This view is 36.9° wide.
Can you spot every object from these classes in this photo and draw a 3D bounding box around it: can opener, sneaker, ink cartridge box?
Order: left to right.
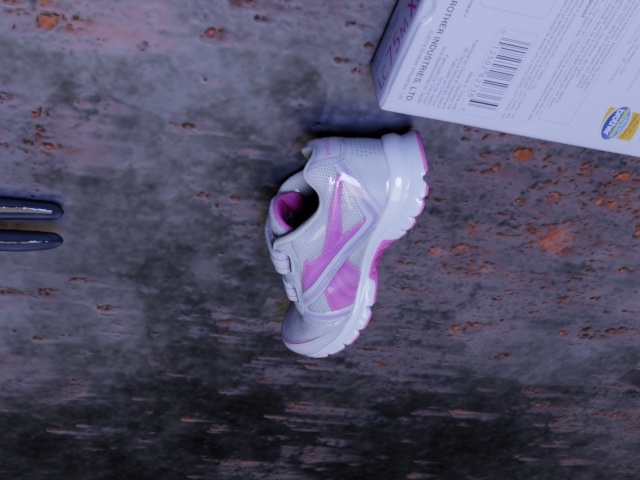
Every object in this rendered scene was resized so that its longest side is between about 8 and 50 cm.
[{"bbox_3d":[-0.311,-0.015,0.806,0.186,0.073,0.059,-5,98,-9],"label":"can opener"},{"bbox_3d":[0.000,0.000,0.840,0.111,0.103,0.252,11,127,-14],"label":"sneaker"},{"bbox_3d":[0.213,-0.159,0.725,0.311,0.065,0.186,10,134,-16],"label":"ink cartridge box"}]
